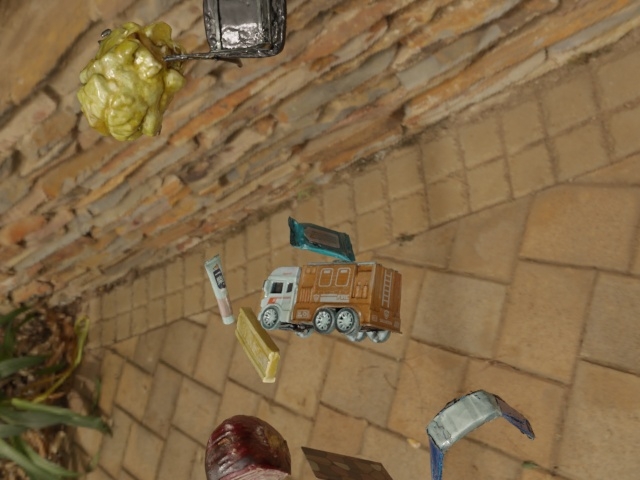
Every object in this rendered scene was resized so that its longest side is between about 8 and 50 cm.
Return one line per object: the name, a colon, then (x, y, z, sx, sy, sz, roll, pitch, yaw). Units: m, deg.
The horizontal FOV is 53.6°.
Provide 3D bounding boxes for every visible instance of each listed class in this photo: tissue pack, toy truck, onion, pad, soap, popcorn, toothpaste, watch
tissue pack: (0.000, 0.000, 1.227, 0.085, 0.138, 0.028, -99, 29, -48)
toy truck: (0.017, 0.122, 1.327, 0.305, 0.136, 0.162, -3, 74, 38)
onion: (-0.217, 0.572, 1.717, 0.216, 0.207, 0.206, -39, 42, 17)
pad: (0.075, 0.566, 1.560, 0.158, 0.235, 0.003, -147, 76, -72)
soap: (-0.172, 0.278, 1.720, 0.252, 0.037, 0.092, 44, 126, 55)
popcorn: (-0.421, -0.364, 1.435, 0.252, 0.215, 0.286, -47, 27, 50)
toothpaste: (-0.279, 0.140, 1.769, 0.036, 0.056, 0.205, 10, 121, 37)
watch: (0.287, 0.427, 1.302, 0.276, 0.274, 0.068, -41, 48, 8)

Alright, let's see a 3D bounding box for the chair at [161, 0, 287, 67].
chair: (-0.113, -0.314, 0.877, 0.145, 0.221, 0.140, -1, 99, 16)
